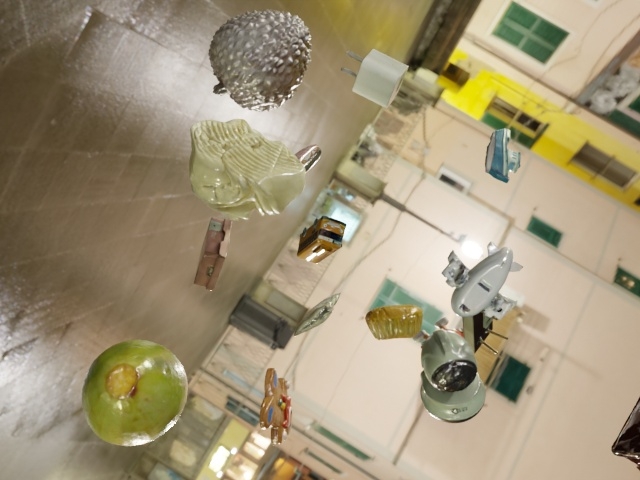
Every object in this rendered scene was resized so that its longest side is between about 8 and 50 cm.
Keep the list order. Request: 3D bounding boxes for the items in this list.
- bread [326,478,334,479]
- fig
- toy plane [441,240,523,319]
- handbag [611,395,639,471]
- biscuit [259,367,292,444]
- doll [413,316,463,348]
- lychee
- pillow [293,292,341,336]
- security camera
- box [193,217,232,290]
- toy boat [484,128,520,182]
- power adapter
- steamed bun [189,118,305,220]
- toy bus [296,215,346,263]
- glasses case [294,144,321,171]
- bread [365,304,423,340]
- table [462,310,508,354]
[{"bbox_3d":[0.019,0.571,1.294,0.083,0.035,0.070,84,14,-48],"label":"bread"},{"bbox_3d":[-0.454,0.365,1.444,0.258,0.258,0.326,-56,179,-28],"label":"fig"},{"bbox_3d":[0.467,0.117,1.700,0.245,0.244,0.117,-59,-178,8],"label":"toy plane"},{"bbox_3d":[0.706,0.332,1.141,0.260,0.084,0.275,-49,169,-18],"label":"handbag"},{"bbox_3d":[-0.124,0.518,1.819,0.324,0.049,0.205,78,14,-54],"label":"biscuit"},{"bbox_3d":[0.447,0.358,2.116,0.183,0.085,0.217,-27,-162,-12],"label":"doll"},{"bbox_3d":[-0.226,-0.676,2.221,0.432,0.380,0.380,-35,174,-3],"label":"lychee"},{"bbox_3d":[-0.008,0.236,1.905,0.148,0.050,0.229,-33,179,13],"label":"pillow"},{"bbox_3d":[0.385,0.391,1.745,0.191,0.197,0.277,-97,174,-53],"label":"security camera"},{"bbox_3d":[-0.429,0.049,2.347,0.215,0.086,0.215,-90,-159,-45],"label":"box"},{"bbox_3d":[0.559,-0.250,1.775,0.088,0.102,0.215,102,5,-49],"label":"toy boat"},{"bbox_3d":[0.165,-0.548,1.938,0.125,0.205,0.130,-56,173,-42],"label":"power adapter"},{"bbox_3d":[-0.205,-0.172,1.572,0.203,0.289,0.276,114,-32,-45],"label":"steamed bun"},{"bbox_3d":[0.000,0.000,1.983,0.201,0.098,0.114,-36,-142,60],"label":"toy bus"},{"bbox_3d":[-0.075,-0.252,1.975,0.103,0.067,0.267,-25,-164,31],"label":"glasses case"},{"bbox_3d":[0.297,0.330,2.377,0.240,0.239,0.139,87,1,-83],"label":"bread"},{"bbox_3d":[0.531,0.259,1.876,0.121,0.111,0.240,-45,141,-26],"label":"table"}]
